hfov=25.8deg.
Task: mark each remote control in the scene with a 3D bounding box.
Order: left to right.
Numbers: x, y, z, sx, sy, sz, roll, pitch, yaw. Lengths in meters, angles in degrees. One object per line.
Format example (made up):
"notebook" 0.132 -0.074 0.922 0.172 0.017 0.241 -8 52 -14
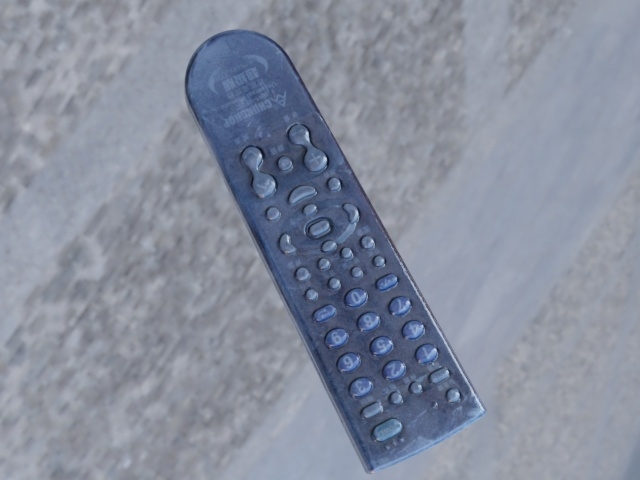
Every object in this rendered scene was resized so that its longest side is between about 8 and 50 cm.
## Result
"remote control" 0.000 0.000 0.458 0.044 0.152 0.027 -24 169 -17
